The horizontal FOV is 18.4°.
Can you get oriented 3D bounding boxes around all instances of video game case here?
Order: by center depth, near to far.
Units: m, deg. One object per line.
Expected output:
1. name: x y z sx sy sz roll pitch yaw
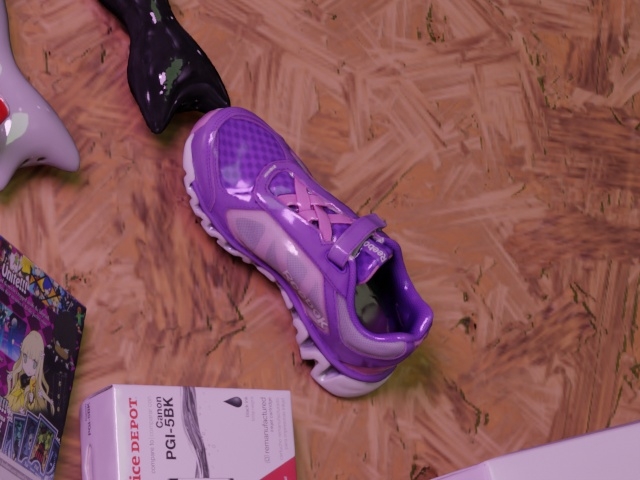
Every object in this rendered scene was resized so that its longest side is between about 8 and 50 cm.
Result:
1. video game case: -0.230 0.090 1.203 0.232 0.041 0.210 48 46 -56

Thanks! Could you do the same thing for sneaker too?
1. sneaker: 0.000 0.000 1.394 0.095 0.104 0.236 -41 101 -31

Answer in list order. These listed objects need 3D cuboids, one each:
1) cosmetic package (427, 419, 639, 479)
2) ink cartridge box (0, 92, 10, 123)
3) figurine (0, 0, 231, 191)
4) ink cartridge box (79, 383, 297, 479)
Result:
1. cosmetic package: 0.228 0.207 1.407 0.365 0.197 0.155 -11 79 -30
2. ink cartridge box: -0.313 -0.133 1.257 0.078 0.134 0.231 -40 94 -34
3. figurine: -0.182 -0.152 1.372 0.215 0.092 0.209 -24 90 -32
4. ink cartridge box: -0.087 0.151 1.331 0.135 0.056 0.099 4 72 -29
